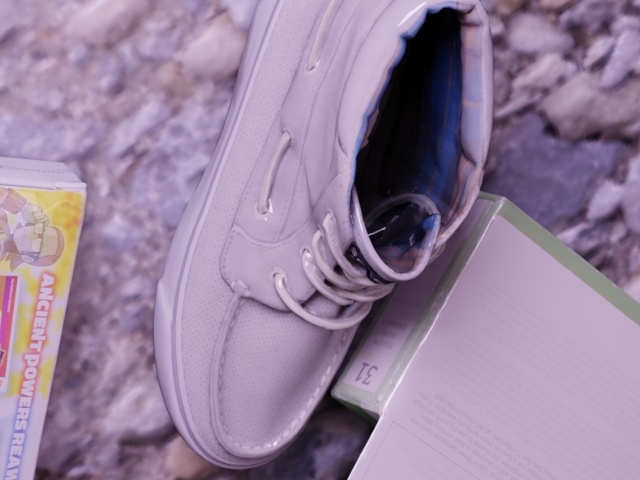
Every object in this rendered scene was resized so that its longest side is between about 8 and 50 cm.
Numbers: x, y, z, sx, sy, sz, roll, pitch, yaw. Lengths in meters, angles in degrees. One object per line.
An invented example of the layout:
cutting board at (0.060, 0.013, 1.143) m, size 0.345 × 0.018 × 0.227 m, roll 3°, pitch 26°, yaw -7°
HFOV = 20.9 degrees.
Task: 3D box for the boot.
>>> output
boot at (0.000, 0.000, 0.750) m, size 0.095 × 0.123 × 0.258 m, roll 5°, pitch 108°, yaw -25°

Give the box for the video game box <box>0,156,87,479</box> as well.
video game box at (-0.207, 0.058, 0.727) m, size 0.187 × 0.048 × 0.205 m, roll 6°, pitch 108°, yaw -24°

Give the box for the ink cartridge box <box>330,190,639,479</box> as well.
ink cartridge box at (0.076, 0.117, 0.835) m, size 0.171 × 0.056 × 0.235 m, roll 36°, pitch 80°, yaw -29°
